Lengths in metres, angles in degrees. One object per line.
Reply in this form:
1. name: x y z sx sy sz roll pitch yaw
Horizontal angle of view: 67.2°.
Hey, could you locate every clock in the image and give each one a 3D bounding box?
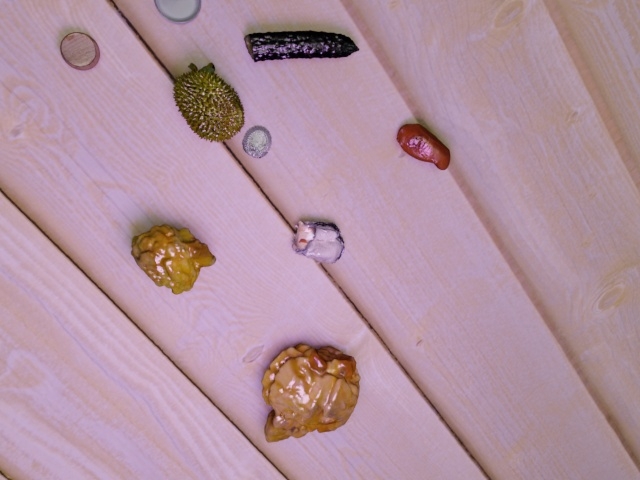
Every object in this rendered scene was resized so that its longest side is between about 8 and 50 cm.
1. clock: -0.165 -0.259 1.266 0.074 0.010 0.083 25 92 -17

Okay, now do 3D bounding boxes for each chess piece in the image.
1. chess piece: -0.556 -0.438 1.115 0.083 0.038 0.084 -2 101 -12

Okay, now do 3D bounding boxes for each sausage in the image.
1. sausage: 0.296 -0.261 1.351 0.179 0.089 0.089 30 91 -16

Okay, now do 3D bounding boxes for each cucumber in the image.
1. cucumber: -0.041 -0.497 1.227 0.300 0.072 0.072 -8 102 -15

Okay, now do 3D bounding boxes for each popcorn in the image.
1. popcorn: -0.043 0.424 1.325 0.332 0.225 0.265 -45 113 9
2. popcorn: -0.367 0.038 1.185 0.197 0.197 0.156 38 74 -18

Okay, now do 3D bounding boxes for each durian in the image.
1. durian: -0.271 -0.324 1.150 0.146 0.159 0.198 -41 104 8

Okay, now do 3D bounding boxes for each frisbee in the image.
1. frisbee: -0.343 -0.578 1.158 0.110 0.014 0.110 -2 100 -13

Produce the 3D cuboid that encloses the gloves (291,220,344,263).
1. gloves: -0.002 0.001 1.328 0.153 0.070 0.114 15 88 -24
